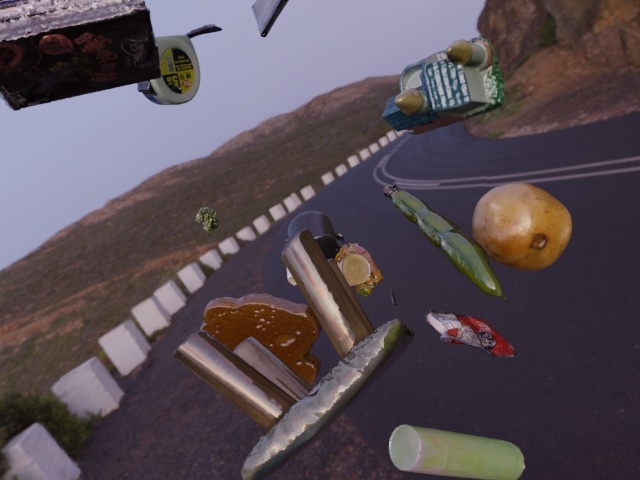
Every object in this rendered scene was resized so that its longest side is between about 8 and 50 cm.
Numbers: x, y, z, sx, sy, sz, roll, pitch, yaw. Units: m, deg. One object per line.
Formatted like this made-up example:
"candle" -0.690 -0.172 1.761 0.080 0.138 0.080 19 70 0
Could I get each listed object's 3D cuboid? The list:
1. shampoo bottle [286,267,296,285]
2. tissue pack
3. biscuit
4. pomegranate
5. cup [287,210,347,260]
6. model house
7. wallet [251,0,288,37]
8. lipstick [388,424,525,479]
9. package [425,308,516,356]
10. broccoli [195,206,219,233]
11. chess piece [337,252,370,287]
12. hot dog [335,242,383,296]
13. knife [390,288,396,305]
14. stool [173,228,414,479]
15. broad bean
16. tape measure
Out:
"shampoo bottle" -0.120 0.122 1.923 0.034 0.049 0.141 -34 34 15
"tissue pack" -0.491 -0.380 0.920 0.332 0.123 0.245 -22 -7 -17
"biscuit" -0.160 0.293 1.348 0.381 0.359 0.074 -25 19 20
"pomegranate" 0.614 -0.040 1.445 0.307 0.307 0.307 -29 6 3
"cup" 0.000 0.000 1.688 0.223 0.169 0.177 7 32 -23
"model house" 0.267 -0.385 1.164 0.267 0.194 0.325 -10 6 42
"wallet" -0.161 -0.837 1.616 0.036 0.167 0.222 8 -38 -38
"lipstick" 0.249 0.378 0.827 0.076 0.304 0.076 -34 44 42
"package" 0.467 0.293 1.485 0.071 0.269 0.194 -60 28 29
"broccoli" -0.391 -0.064 1.618 0.097 0.095 0.092 -33 43 46
"chess piece" 0.067 0.107 1.383 0.090 0.090 0.200 -33 -4 -26
"hot dog" 0.120 0.085 1.497 0.115 0.072 0.269 -45 27 2
"knife" 0.296 0.228 1.901 0.010 0.023 0.170 -57 4 16
"stool" -0.028 0.182 0.756 0.310 0.226 0.310 -45 -19 -1
"broad bean" 0.168 -0.008 0.645 0.043 0.060 0.297 -57 30 16
"tape measure" -0.425 -0.544 1.448 0.097 0.215 0.351 11 30 31
